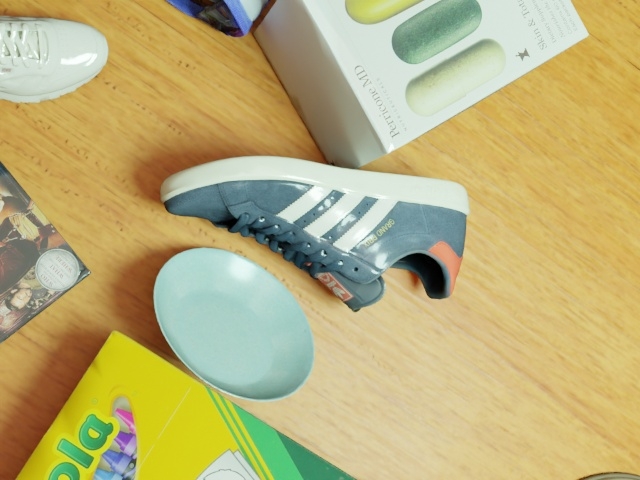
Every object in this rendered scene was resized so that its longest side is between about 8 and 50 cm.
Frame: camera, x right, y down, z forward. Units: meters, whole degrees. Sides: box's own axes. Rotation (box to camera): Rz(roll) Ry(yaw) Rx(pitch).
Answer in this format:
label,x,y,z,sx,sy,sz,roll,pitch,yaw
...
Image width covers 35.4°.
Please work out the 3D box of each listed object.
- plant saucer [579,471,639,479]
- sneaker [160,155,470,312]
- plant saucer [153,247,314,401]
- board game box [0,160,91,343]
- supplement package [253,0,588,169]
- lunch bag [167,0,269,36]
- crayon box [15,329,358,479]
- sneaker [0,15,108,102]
label,x,y,z,sx,sy,sz,roll,pitch,yaw
plant saucer,0.360,0.420,1.200,0.277,0.041,0.278,1,86,-16
sneaker,0.000,0.000,1.088,0.349,0.131,0.148,4,80,-15
plant saucer,-0.097,0.095,1.067,0.194,0.037,0.195,25,38,-22
board game box,-0.378,-0.009,1.035,0.165,0.042,0.243,-40,96,-14
supplement package,0.101,-0.225,1.097,0.262,0.198,0.199,-31,95,-15
lunch bag,-0.136,-0.452,1.042,0.385,0.239,0.328,39,76,-25
crayon box,-0.166,0.326,0.989,0.313,0.106,0.363,30,78,8
sneaker,-0.336,-0.194,1.034,0.235,0.095,0.090,-6,86,-17
